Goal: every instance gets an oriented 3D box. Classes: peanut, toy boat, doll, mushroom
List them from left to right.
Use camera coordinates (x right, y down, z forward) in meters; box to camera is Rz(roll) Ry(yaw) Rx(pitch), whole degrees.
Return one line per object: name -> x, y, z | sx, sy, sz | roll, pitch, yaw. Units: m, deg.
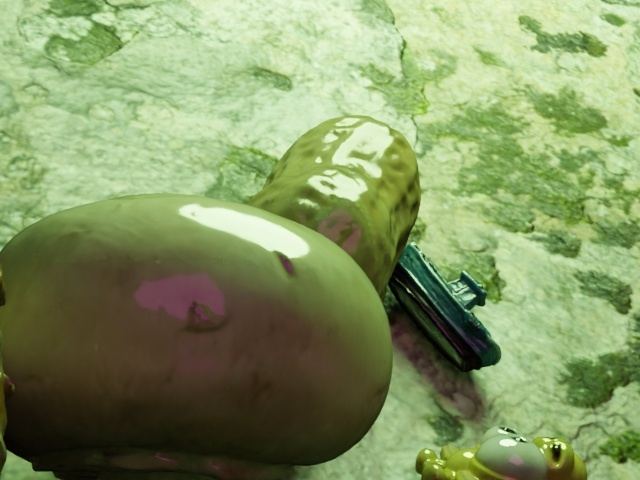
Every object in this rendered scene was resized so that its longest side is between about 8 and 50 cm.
mushroom -> -0.095, 0.139, 1.175 | 0.314, 0.314, 0.336 | -1, 82, -23
peanut -> 0.005, -0.002, 1.435 | 0.143, 0.159, 0.291 | 46, 43, -13
toy boat -> 0.112, 0.054, 1.492 | 0.061, 0.060, 0.137 | -33, 60, -19
doll -> 0.219, 0.210, 1.380 | 0.291, 0.086, 0.117 | 15, 5, -6

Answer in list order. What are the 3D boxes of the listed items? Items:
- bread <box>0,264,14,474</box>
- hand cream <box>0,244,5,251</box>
bread -> -0.315, 0.215, 0.949 | 0.279, 0.390, 0.371 | 1, 48, -15
hand cream -> -0.219, 0.040, 1.377 | 0.255, 0.048, 0.079 | 11, 48, -16
